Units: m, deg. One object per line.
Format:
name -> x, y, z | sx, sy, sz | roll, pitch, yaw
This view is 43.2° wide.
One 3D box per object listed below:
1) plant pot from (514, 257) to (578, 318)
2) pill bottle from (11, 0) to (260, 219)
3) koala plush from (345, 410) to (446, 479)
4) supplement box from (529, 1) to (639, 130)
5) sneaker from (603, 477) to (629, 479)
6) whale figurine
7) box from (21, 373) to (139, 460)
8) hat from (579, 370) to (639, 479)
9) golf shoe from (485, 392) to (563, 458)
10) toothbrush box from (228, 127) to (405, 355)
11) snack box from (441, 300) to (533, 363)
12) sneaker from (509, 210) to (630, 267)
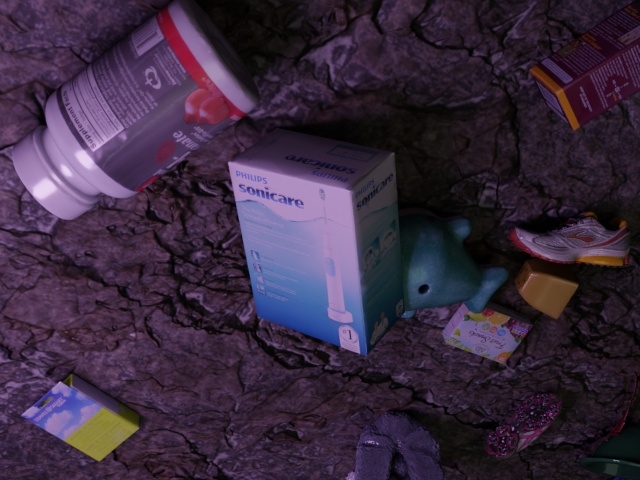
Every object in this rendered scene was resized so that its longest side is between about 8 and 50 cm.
plant pot -> 0.399, 0.078, 1.457 | 0.083, 0.081, 0.081 | 19, 117, -10
pill bottle -> -0.255, -0.169, 1.100 | 0.318, 0.176, 0.176 | -34, 122, 10
koala plush -> 0.145, 0.472, 1.614 | 0.196, 0.203, 0.221 | 1, 143, -2
supplement box -> 0.432, -0.266, 1.230 | 0.188, 0.104, 0.081 | -32, 123, 9
sneaker -> 0.719, 0.565, 1.839 | 0.169, 0.068, 0.071 | -4, 117, -9
whale figurine -> 0.197, 0.059, 1.360 | 0.272, 0.141, 0.216 | 23, 114, -22
box -> -0.427, 0.314, 1.446 | 0.109, 0.042, 0.178 | -40, 121, 13
hat -> 0.669, 0.410, 1.756 | 0.173, 0.184, 0.208 | 20, 158, -15
golf shoe -> 0.424, 0.379, 1.667 | 0.186, 0.067, 0.086 | -42, 147, 14
toothbrush box -> 0.000, 0.000, 1.228 | 0.216, 0.126, 0.296 | 15, 130, 32
snack box -> 0.312, 0.167, 1.516 | 0.141, 0.037, 0.100 | 21, 116, -23
sneaker -> 0.437, -0.010, 1.417 | 0.225, 0.088, 0.093 | 3, 101, -14
